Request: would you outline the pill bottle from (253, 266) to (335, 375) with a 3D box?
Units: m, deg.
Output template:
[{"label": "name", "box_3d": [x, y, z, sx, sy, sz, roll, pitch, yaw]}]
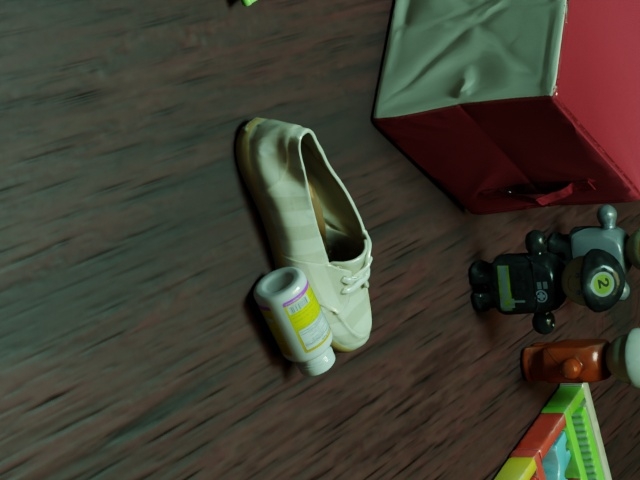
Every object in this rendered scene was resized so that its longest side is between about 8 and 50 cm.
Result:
[{"label": "pill bottle", "box_3d": [-0.018, 0.064, 1.267, 0.043, 0.043, 0.083, -57, 133, -44]}]

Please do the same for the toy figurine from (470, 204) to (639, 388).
[{"label": "toy figurine", "box_3d": [0.264, 0.027, 1.620, 0.213, 0.148, 0.209, 53, 44, -40]}]

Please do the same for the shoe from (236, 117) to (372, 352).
[{"label": "shoe", "box_3d": [0.000, 0.000, 1.288, 0.076, 0.058, 0.219, -56, 132, -44]}]

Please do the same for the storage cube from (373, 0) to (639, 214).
[{"label": "storage cube", "box_3d": [0.183, -0.154, 1.483, 0.193, 0.184, 0.215, 38, 56, -48]}]

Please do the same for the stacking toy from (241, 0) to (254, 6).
[{"label": "stacking toy", "box_3d": [-0.030, -0.308, 1.286, 0.221, 0.052, 0.167, -53, 129, -46]}]

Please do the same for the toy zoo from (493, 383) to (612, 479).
[{"label": "toy zoo", "box_3d": [0.228, 0.293, 1.640, 0.293, 0.030, 0.192, -42, 121, -52]}]
